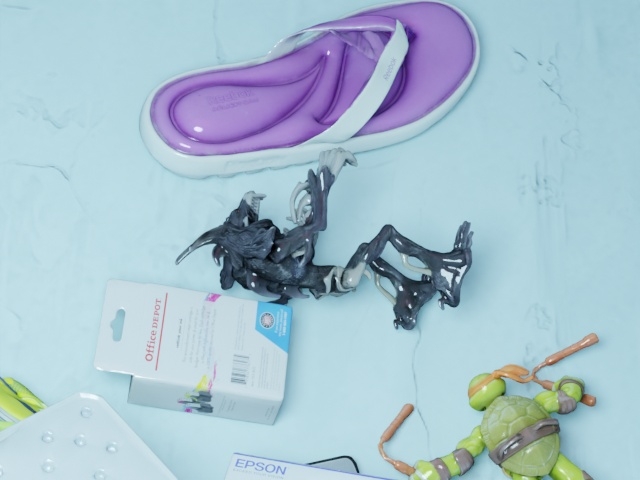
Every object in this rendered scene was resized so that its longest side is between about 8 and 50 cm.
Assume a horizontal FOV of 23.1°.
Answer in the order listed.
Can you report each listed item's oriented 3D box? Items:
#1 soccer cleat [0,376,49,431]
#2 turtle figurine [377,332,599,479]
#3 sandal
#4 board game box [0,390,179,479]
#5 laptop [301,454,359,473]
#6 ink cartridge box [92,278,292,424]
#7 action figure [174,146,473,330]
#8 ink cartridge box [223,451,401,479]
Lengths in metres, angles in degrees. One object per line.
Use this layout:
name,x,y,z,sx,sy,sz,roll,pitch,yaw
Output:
soccer cleat,-0.265,0.170,1.407,0.289,0.093,0.121,25,30,9
turtle figurine,0.211,0.200,1.511,0.270,0.087,0.217,-24,68,-24
sandal,0.009,-0.172,1.675,0.416,0.102,0.169,-24,68,-25
board game box,-0.212,0.328,1.146,0.390,0.050,0.390,-26,58,-36
laptop,-0.069,0.355,1.269,0.382,0.236,0.407,-9,63,-18
ink cartridge box,-0.124,0.106,1.504,0.181,0.061,0.104,10,57,-8
action figure,0.000,0.000,1.543,0.276,0.164,0.141,13,62,-18
ink cartridge box,-0.003,0.276,1.337,0.206,0.045,0.208,8,35,10
